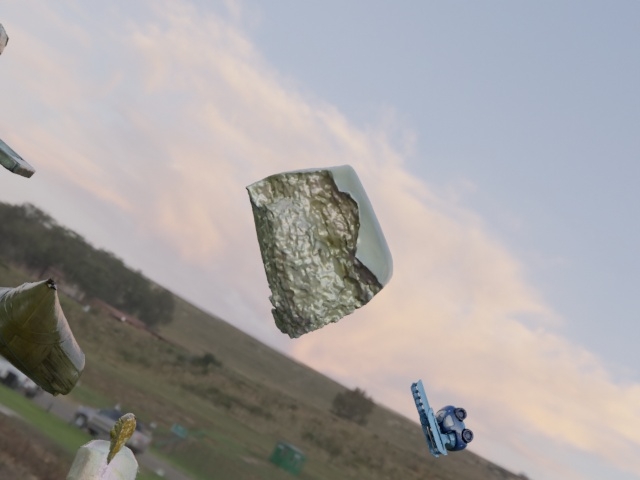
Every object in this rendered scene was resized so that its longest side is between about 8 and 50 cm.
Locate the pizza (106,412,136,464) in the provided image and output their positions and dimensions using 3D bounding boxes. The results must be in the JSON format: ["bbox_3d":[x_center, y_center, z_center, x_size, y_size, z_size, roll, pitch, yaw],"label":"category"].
[{"bbox_3d":[-0.401,0.389,1.714,0.026,0.109,0.123,24,-17,7],"label":"pizza"}]

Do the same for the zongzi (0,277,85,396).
[{"bbox_3d":[-0.455,0.160,1.495,0.256,0.115,0.228,-19,-58,37],"label":"zongzi"}]

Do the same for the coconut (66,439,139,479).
[{"bbox_3d":[-0.536,0.588,2.133,0.170,0.183,0.171,11,-23,5],"label":"coconut"}]

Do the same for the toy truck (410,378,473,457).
[{"bbox_3d":[0.212,0.307,1.532,0.074,0.136,0.063,-9,-18,-27],"label":"toy truck"}]

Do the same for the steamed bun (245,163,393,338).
[{"bbox_3d":[0.000,0.000,1.236,0.170,0.200,0.226,-4,-69,62],"label":"steamed bun"}]

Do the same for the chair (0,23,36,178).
[{"bbox_3d":[-0.452,-0.220,1.119,0.270,0.147,0.136,36,-4,-6],"label":"chair"}]
